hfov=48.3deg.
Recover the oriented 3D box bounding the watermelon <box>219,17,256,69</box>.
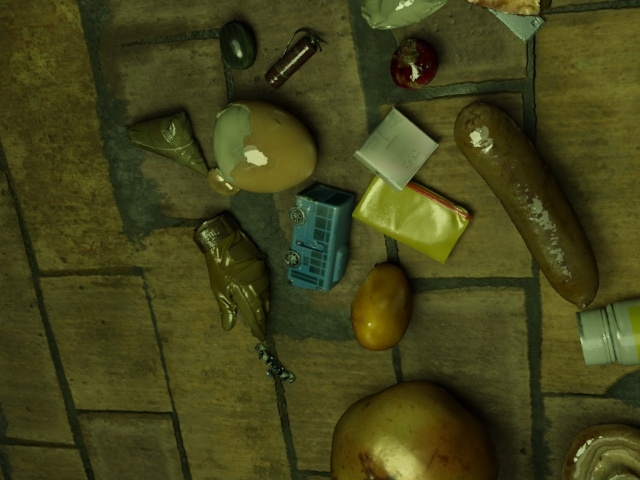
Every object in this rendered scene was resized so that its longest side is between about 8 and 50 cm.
[{"bbox_3d":[-0.181,-0.428,1.557,0.078,0.078,0.111,-12,107,20],"label":"watermelon"}]

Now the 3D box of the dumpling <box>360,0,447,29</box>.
[{"bbox_3d":[0.171,-0.502,1.429,0.169,0.099,0.134,-21,67,40],"label":"dumpling"}]

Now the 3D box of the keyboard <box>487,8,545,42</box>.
[{"bbox_3d":[0.363,-0.472,1.420,0.176,0.014,0.055,40,117,-3],"label":"keyboard"}]

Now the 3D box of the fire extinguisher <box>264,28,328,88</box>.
[{"bbox_3d":[-0.058,-0.403,1.553,0.157,0.045,0.078,-39,75,26],"label":"fire extinguisher"}]

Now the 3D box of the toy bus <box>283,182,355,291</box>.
[{"bbox_3d":[0.000,0.000,1.650,0.133,0.116,0.234,16,116,19],"label":"toy bus"}]

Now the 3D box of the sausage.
[{"bbox_3d":[0.446,-0.078,1.492,0.123,0.136,0.501,-23,107,46],"label":"sausage"}]

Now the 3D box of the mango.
[{"bbox_3d":[0.135,0.163,1.607,0.138,0.257,0.187,17,115,9],"label":"mango"}]

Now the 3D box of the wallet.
[{"bbox_3d":[0.209,-0.062,1.609,0.241,0.067,0.141,28,112,-2],"label":"wallet"}]

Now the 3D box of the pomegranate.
[{"bbox_3d":[0.214,0.539,1.688,0.416,0.417,0.417,6,113,13],"label":"pomegranate"}]

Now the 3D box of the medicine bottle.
[{"bbox_3d":[0.691,0.193,1.528,0.258,0.143,0.143,-12,108,21],"label":"medicine bottle"}]

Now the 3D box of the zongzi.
[{"bbox_3d":[-0.373,-0.210,1.710,0.188,0.081,0.178,-7,124,26],"label":"zongzi"}]

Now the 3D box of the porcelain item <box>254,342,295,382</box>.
[{"bbox_3d":[-0.125,0.332,1.851,0.136,0.075,0.021,45,117,-6],"label":"porcelain item"}]

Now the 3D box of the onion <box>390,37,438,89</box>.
[{"bbox_3d":[0.195,-0.363,1.472,0.107,0.097,0.107,-8,78,42],"label":"onion"}]

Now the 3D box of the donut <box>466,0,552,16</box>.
[{"bbox_3d":[0.374,-0.642,1.265,0.378,0.163,0.435,47,116,0],"label":"donut"}]

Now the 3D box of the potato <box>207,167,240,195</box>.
[{"bbox_3d":[-0.229,-0.141,1.696,0.083,0.062,0.068,45,148,8],"label":"potato"}]

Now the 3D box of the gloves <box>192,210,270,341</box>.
[{"bbox_3d":[-0.195,0.094,1.735,0.141,0.154,0.331,-23,97,25],"label":"gloves"}]

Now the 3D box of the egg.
[{"bbox_3d":[-0.124,-0.202,1.567,0.244,0.201,0.201,16,115,-4],"label":"egg"}]

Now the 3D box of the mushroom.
[{"bbox_3d":[0.702,0.549,1.670,0.278,0.146,0.278,2,102,11],"label":"mushroom"}]

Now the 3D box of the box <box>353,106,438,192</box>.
[{"bbox_3d":[0.162,-0.195,1.536,0.129,0.051,0.130,40,86,-2],"label":"box"}]
